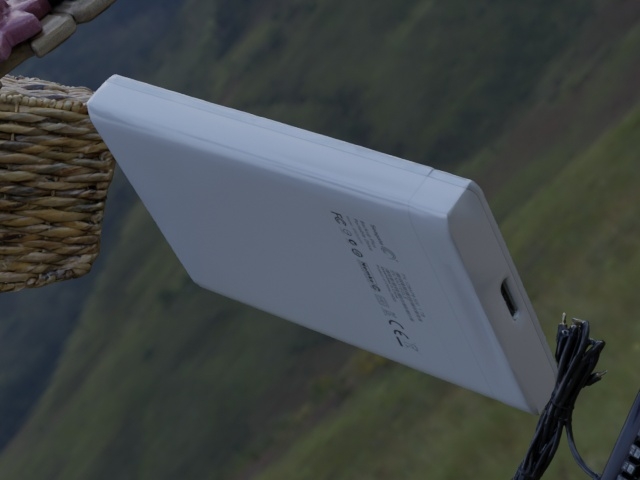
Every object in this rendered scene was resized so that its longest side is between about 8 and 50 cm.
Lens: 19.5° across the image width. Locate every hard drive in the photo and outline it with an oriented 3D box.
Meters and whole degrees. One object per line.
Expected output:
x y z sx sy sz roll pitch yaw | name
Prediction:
0.000 0.000 1.413 0.047 0.353 0.233 -52 -41 -23 | hard drive

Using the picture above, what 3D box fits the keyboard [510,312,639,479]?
0.198 0.177 1.244 0.033 0.201 0.317 -7 -54 -41 | keyboard

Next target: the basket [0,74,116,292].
-0.367 -0.063 1.879 0.223 0.299 0.214 -143 60 -74 | basket

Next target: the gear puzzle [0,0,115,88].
-0.214 -0.142 1.023 0.175 0.044 0.339 -41 28 -23 | gear puzzle
